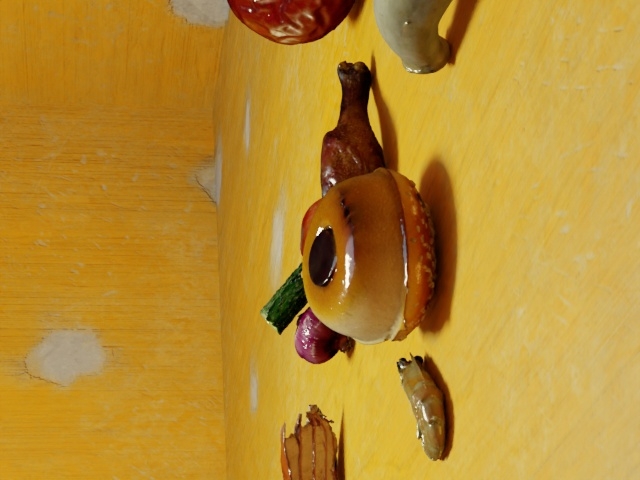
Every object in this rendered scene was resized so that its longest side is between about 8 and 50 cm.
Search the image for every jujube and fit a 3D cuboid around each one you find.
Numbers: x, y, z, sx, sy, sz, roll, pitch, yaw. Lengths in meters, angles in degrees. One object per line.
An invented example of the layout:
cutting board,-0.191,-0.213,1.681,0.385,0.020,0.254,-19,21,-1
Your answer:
jujube,-0.034,-0.445,2.030,0.318,0.223,0.223,128,142,-60

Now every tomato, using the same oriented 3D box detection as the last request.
tomato,0.000,0.000,2.190,0.155,0.069,0.155,-179,90,-81

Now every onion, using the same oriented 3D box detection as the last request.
onion,0.009,0.147,2.083,0.104,0.115,0.115,29,130,26

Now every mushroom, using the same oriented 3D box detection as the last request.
mushroom,0.114,-0.288,1.449,0.270,0.118,0.103,108,159,-54

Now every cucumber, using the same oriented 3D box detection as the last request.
cucumber,-0.022,0.066,2.070,0.187,0.058,0.058,-49,12,-1

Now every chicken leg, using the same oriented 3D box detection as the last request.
chicken leg,0.054,-0.097,1.865,0.158,0.096,0.407,65,-157,-67

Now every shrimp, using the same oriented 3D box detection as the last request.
shrimp,0.126,0.198,1.581,0.180,0.041,0.099,-110,8,-60

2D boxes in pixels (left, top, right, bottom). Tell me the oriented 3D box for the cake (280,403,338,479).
cake,-0.010,0.415,2.126,0.135,0.098,0.287,-156,62,-71

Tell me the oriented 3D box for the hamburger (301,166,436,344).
hamburger,0.067,0.019,1.605,0.237,0.147,0.237,-176,90,-68
